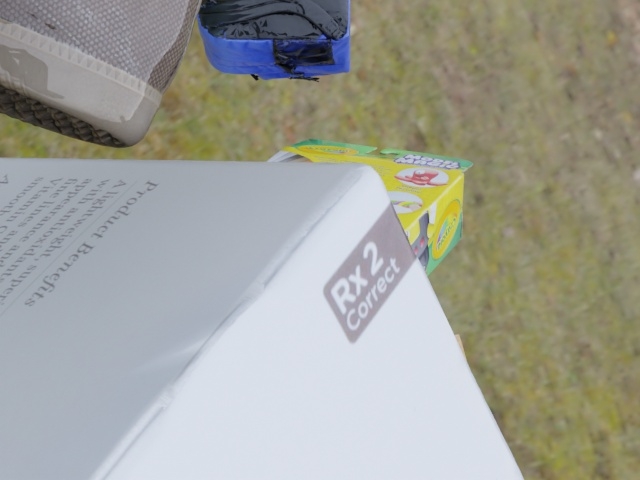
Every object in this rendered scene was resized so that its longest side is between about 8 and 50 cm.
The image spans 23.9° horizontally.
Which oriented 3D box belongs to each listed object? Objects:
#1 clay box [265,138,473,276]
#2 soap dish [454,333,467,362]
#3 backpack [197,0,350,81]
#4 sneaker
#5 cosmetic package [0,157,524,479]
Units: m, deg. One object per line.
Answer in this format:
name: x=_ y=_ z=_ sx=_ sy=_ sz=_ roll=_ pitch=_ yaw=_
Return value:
clay box: x=0.000 y=0.000 z=0.908 sx=0.222 sy=0.127 sz=0.053 roll=-41 pitch=135 yaw=-55
soap dish: x=-0.011 y=0.210 z=1.263 sx=0.291 sy=0.229 sz=0.118 roll=-38 pitch=88 yaw=-32
backpack: x=-0.036 y=-0.171 z=1.184 sx=0.120 sy=0.101 sz=0.098 roll=-1 pitch=61 yaw=1
sneaker: x=-0.119 y=-0.089 z=0.376 sx=0.188 sy=0.066 sz=0.071 roll=24 pitch=81 yaw=-10
cosmetic package: x=-0.064 y=0.077 z=0.449 sx=0.151 sy=0.183 sz=0.151 roll=-51 pitch=129 yaw=-34
